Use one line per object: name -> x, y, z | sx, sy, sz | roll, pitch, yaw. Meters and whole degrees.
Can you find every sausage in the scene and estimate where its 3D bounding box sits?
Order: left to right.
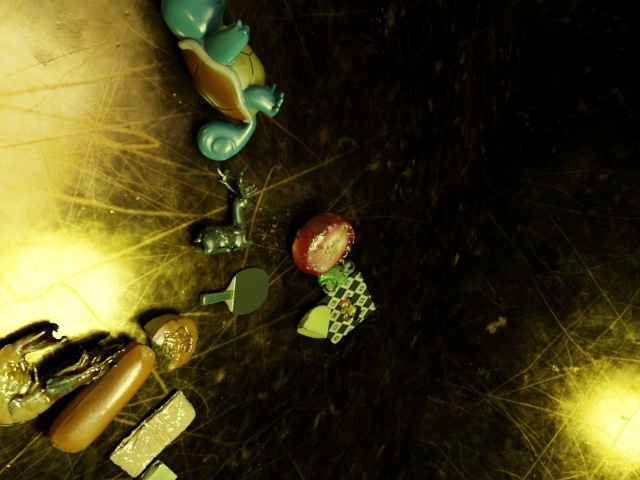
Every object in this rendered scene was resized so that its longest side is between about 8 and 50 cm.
sausage -> -0.508, 0.364, 1.005 | 0.274, 0.105, 0.105 | -53, 137, -26

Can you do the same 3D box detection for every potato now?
potato -> -0.036, 0.296, 1.615 | 0.149, 0.081, 0.120 | 34, 57, -43

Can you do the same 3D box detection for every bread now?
bread -> -0.390, 0.260, 1.126 | 0.125, 0.086, 0.156 | -43, 136, -42

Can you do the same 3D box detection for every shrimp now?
shrimp -> -0.580, 0.264, 0.914 | 0.289, 0.075, 0.178 | -30, 122, -27

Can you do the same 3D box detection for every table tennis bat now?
table tennis bat -> -0.258, 0.163, 1.318 | 0.274, 0.021, 0.154 | -4, 105, -53

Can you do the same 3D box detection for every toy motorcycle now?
toy motorcycle -> 0.052, 0.129, 1.633 | 0.190, 0.106, 0.074 | -44, 157, -40

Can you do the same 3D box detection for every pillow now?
pillow -> -0.456, 0.536, 1.180 | 0.232, 0.043, 0.126 | -42, 127, -32

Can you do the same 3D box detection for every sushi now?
sushi -> 0.088, 0.272, 1.769 | 0.264, 0.050, 0.290 | -39, 135, -10

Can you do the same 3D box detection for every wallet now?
wallet -> -0.492, 0.705, 1.193 | 0.155, 0.039, 0.110 | -46, 138, -32

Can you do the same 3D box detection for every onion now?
onion -> 0.005, 0.009, 1.484 | 0.248, 0.161, 0.248 | -14, 113, -37

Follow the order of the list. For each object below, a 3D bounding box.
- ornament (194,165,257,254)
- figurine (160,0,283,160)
ornament -> -0.264, -0.091, 1.177 | 0.202, 0.080, 0.236 | -11, 113, -53
figurine -> -0.218, -0.409, 1.035 | 0.298, 0.242, 0.417 | -99, 180, -58
